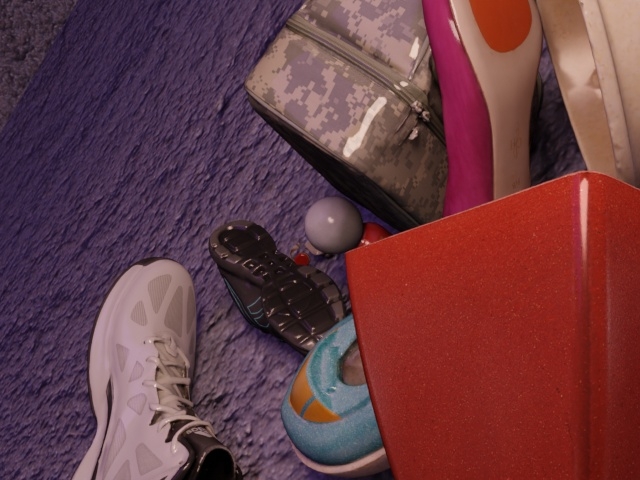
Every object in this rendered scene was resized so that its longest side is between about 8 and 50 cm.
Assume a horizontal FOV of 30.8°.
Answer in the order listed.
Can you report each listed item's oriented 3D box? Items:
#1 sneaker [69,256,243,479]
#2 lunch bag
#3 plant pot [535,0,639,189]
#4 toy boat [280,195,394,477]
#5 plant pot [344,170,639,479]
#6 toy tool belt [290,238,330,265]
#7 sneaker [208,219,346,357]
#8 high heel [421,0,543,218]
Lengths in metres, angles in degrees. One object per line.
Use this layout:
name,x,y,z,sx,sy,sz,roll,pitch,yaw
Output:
sneaker,-0.179,0.224,1.504,0.257,0.169,0.448,-11,62,41
lunch bag,0.101,-0.165,1.247,0.212,0.305,0.256,34,87,36
plant pot,0.338,-0.211,0.917,0.305,0.334,0.334,-15,43,8
toy boat,0.044,0.096,1.260,0.267,0.148,0.318,-36,37,34
plant pot,0.195,0.122,0.929,0.267,0.267,0.236,-20,60,47
toy tool belt,0.000,0.000,1.521,0.083,0.052,0.051,-49,0,11
sneaker,-0.047,0.076,1.483,0.101,0.106,0.267,-26,44,-19
high heel,0.125,-0.116,1.085,0.181,0.127,0.377,-12,98,48
